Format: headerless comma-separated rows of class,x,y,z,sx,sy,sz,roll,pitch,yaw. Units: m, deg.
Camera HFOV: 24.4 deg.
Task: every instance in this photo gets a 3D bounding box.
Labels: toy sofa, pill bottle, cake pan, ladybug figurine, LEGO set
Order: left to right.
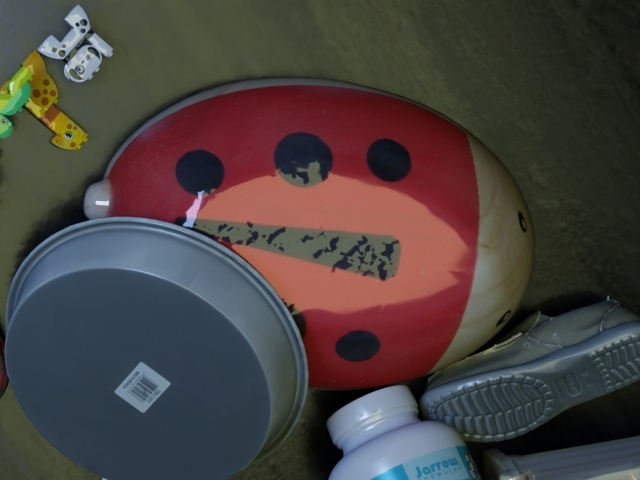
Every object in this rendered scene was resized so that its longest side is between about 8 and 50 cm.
LEGO set,-0.271,-0.103,1.389,0.093,0.087,0.227,41,82,-15
cake pan,-0.158,0.116,1.346,0.293,0.054,0.293,7,123,11
ladybug figurine,0.000,0.000,1.408,0.449,0.162,0.305,5,96,-11
pill bottle,0.099,0.277,1.433,0.146,0.146,0.264,-23,71,-7
toy sofa,0.357,0.273,1.500,0.362,0.177,0.150,-9,98,-10

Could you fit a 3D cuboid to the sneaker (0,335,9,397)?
sneaker,-0.377,0.046,1.361,0.097,0.135,0.276,-29,102,-7

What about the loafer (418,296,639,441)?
loafer,0.220,0.129,1.513,0.251,0.087,0.094,-18,126,3

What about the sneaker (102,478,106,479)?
sneaker,-0.197,0.237,1.463,0.040,0.044,0.109,-15,97,-6
